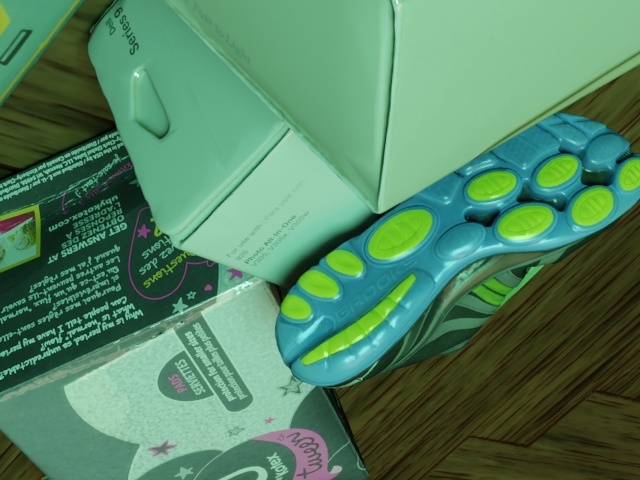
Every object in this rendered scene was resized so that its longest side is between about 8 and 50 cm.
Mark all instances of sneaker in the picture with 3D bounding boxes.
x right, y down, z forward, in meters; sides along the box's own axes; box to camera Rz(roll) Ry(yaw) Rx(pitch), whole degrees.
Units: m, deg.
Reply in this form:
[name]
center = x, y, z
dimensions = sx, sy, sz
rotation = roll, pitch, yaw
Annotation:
[sneaker]
center = 0.063, 0.006, 0.629
dimensions = 0.188, 0.067, 0.078
rotation = -34, 162, -2

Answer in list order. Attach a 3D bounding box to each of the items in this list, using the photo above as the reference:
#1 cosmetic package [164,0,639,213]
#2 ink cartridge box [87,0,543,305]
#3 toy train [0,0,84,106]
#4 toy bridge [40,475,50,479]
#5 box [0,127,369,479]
[cosmetic package]
center = 0.099, -0.159, 0.545
dimensions = 0.309, 0.160, 0.113
rotation = -29, 148, -21
[ink cartridge box]
center = 0.003, -0.048, 0.696
dimensions = 0.212, 0.154, 0.093
rotation = 21, 122, -44
[toy train]
center = -0.199, -0.095, 0.552
dimensions = 0.334, 0.142, 0.190
rotation = -47, 152, 23
[toy bridge]
center = -0.106, 0.138, 0.942
dimensions = 0.188, 0.063, 0.026
rotation = -19, 143, -10
[box]
center = -0.087, 0.067, 0.799
dimensions = 0.163, 0.142, 0.247
rotation = -24, 144, 0
